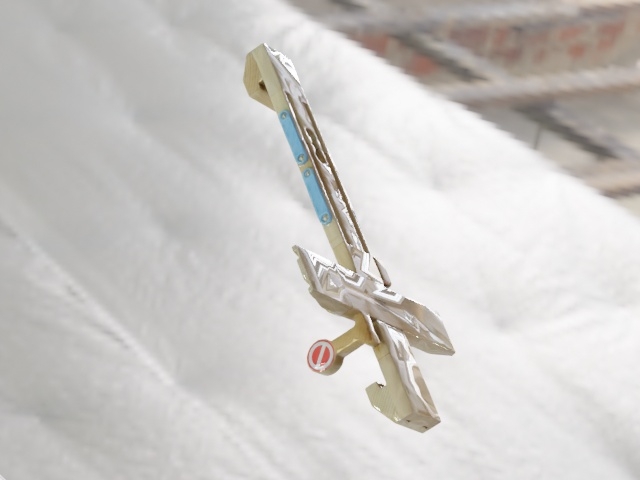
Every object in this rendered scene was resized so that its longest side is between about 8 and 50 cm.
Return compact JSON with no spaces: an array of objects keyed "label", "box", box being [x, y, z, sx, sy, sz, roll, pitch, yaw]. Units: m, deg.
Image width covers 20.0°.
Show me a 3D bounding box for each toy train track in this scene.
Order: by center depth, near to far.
[{"label":"toy train track","box":[0.000,0.000,0.332,0.048,0.014,0.083,27,-144,-52]}]

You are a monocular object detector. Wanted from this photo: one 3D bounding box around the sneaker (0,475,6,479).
[{"label":"sneaker","box":[-0.094,0.159,0.457,0.114,0.305,0.152,-30,-149,4]}]
